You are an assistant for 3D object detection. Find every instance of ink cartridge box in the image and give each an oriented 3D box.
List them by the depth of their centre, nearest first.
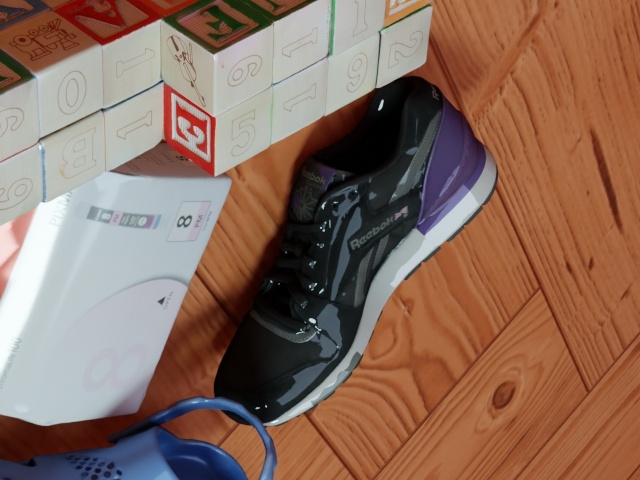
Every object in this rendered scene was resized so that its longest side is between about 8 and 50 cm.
[{"bbox_3d":[-0.176,0.030,1.240,0.232,0.066,0.189,-6,125,-56],"label":"ink cartridge box"}]

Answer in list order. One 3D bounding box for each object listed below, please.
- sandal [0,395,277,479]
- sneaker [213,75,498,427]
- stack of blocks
[{"bbox_3d":[-0.145,0.174,1.320,0.317,0.126,0.138,-15,157,-51],"label":"sandal"},{"bbox_3d":[0.000,0.000,1.427,0.283,0.107,0.124,-52,134,-11],"label":"sneaker"},{"bbox_3d":[-0.098,-0.117,1.089,0.297,0.171,0.087,-30,141,-33],"label":"stack of blocks"}]
